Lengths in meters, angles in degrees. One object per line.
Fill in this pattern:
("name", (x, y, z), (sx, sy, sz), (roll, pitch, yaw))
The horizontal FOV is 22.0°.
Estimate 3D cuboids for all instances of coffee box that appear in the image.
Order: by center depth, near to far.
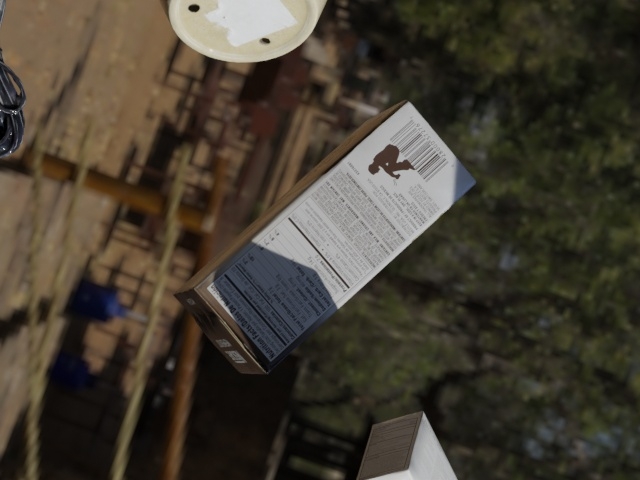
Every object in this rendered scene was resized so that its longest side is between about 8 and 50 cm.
("coffee box", (0.000, 0.000, 1.722), (0.297, 0.119, 0.168), (-42, -174, -11))

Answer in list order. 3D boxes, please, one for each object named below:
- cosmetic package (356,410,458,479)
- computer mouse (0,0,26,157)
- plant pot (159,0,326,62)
("cosmetic package", (0.111, 0.287, 1.538), (0.239, 0.060, 0.099), (64, 24, -20))
("computer mouse", (-0.414, -0.146, 1.502), (0.072, 0.272, 0.188), (18, -61, 57))
("plant pot", (-0.068, -0.302, 1.462), (0.256, 0.256, 0.274), (109, -18, -53))
